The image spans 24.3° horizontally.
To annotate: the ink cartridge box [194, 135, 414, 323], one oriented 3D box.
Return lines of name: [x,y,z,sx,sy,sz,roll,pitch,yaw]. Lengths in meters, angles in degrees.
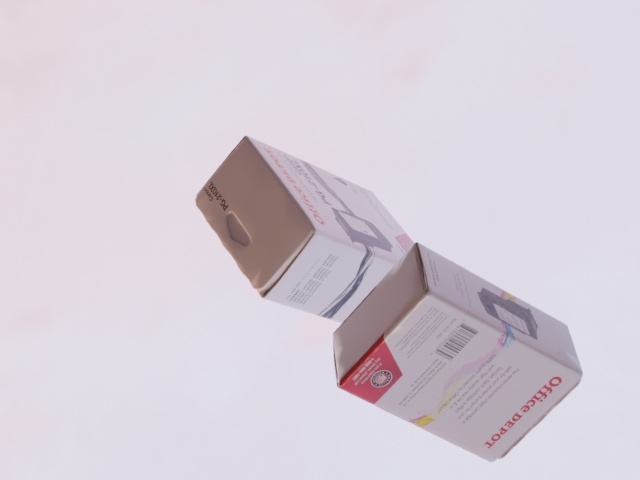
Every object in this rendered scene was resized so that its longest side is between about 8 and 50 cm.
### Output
ink cartridge box: [0.000,0.000,1.651,0.100,0.237,0.172,-50,-130,16]

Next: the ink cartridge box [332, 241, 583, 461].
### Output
ink cartridge box: [0.117,0.100,1.287,0.127,0.175,0.072,-49,-154,26]
